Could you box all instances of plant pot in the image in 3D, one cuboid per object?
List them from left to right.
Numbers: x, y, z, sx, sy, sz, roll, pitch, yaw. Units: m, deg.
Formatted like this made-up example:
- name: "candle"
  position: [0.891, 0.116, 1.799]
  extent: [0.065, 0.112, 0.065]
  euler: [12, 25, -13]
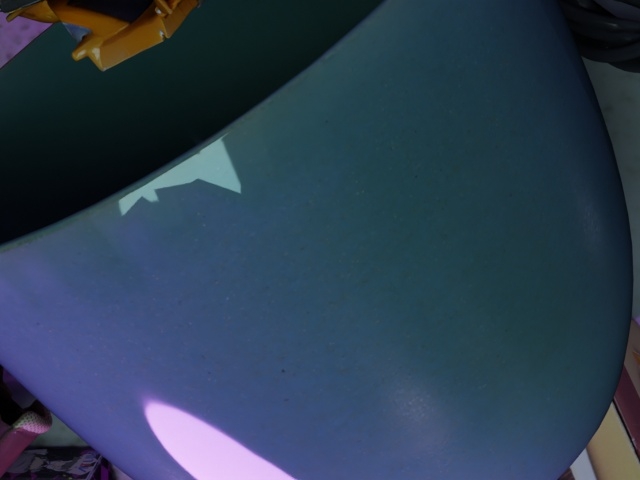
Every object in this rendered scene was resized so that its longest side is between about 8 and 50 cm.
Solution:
- name: "plant pot"
  position: [0.000, 0.000, 0.630]
  extent: [0.293, 0.293, 0.235]
  euler: [-23, 116, 23]

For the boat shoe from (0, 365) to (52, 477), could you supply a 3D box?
- name: "boat shoe"
  position: [-0.201, 0.107, 0.817]
  extent: [0.095, 0.095, 0.257]
  euler: [3, 104, -6]

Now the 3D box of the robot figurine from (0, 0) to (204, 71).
- name: "robot figurine"
  position: [-0.142, -0.126, 0.630]
  extent: [0.291, 0.211, 0.085]
  euler: [-6, 127, 35]

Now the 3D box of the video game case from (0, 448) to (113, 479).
- name: "video game case"
  position: [-0.218, 0.240, 0.942]
  extent: [0.210, 0.042, 0.232]
  euler: [-3, 117, 15]

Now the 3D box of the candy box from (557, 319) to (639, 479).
- name: "candy box"
  position: [0.058, 0.189, 0.768]
  extent: [0.316, 0.087, 0.183]
  euler: [-34, 62, 26]

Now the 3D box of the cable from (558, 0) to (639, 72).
- name: "cable"
  position: [0.145, -0.165, 0.634]
  extent: [0.150, 0.047, 0.184]
  euler: [-26, 95, 39]
